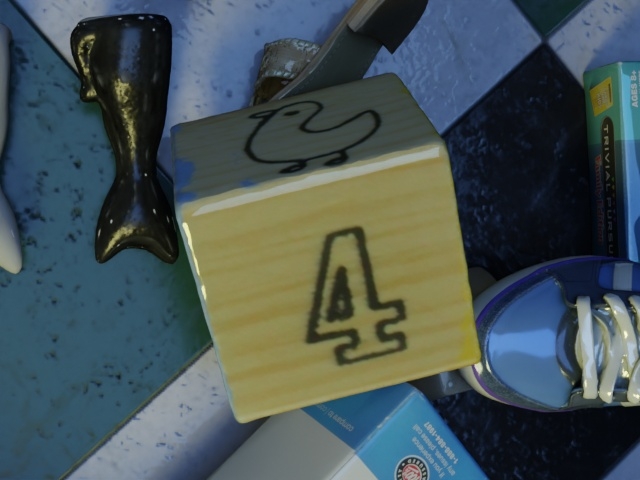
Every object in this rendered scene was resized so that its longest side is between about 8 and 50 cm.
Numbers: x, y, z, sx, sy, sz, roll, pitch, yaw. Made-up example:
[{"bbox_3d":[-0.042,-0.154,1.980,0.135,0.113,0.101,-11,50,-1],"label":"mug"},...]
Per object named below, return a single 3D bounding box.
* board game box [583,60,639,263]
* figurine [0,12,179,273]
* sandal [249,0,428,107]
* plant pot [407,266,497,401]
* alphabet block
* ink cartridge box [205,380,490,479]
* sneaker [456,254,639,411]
[{"bbox_3d":[0.427,-0.044,1.072,0.336,0.079,0.254,-3,91,-12],"label":"board game box"},{"bbox_3d":[-0.226,-0.077,0.935,0.214,0.092,0.210,-4,95,-11],"label":"figurine"},{"bbox_3d":[-0.012,-0.155,0.985,0.240,0.088,0.079,-46,58,12],"label":"sandal"},{"bbox_3d":[0.121,0.088,1.000,0.109,0.096,0.109,-12,93,-11],"label":"plant pot"},{"bbox_3d":[0.000,0.000,0.890,0.197,0.192,0.193,-14,117,-3],"label":"alphabet block"},{"bbox_3d":[-0.003,0.278,0.919,0.307,0.129,0.223,-44,120,-12],"label":"ink cartridge box"},{"bbox_3d":[0.292,0.079,0.876,0.322,0.236,0.130,-2,92,-17],"label":"sneaker"}]
